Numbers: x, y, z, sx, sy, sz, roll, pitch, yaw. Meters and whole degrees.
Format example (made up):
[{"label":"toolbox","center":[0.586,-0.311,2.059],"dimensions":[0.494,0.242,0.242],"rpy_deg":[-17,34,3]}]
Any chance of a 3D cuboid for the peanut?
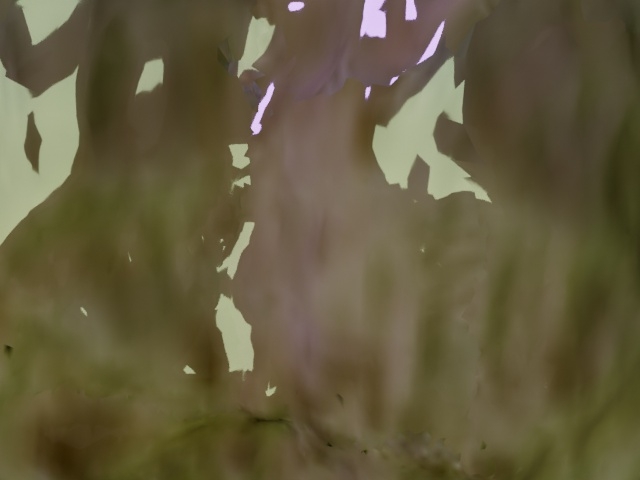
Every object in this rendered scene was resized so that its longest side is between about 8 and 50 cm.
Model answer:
[{"label":"peanut","center":[0.000,0.000,0.476],"dimensions":[0.233,0.110,0.197],"rpy_deg":[5,112,7]}]
